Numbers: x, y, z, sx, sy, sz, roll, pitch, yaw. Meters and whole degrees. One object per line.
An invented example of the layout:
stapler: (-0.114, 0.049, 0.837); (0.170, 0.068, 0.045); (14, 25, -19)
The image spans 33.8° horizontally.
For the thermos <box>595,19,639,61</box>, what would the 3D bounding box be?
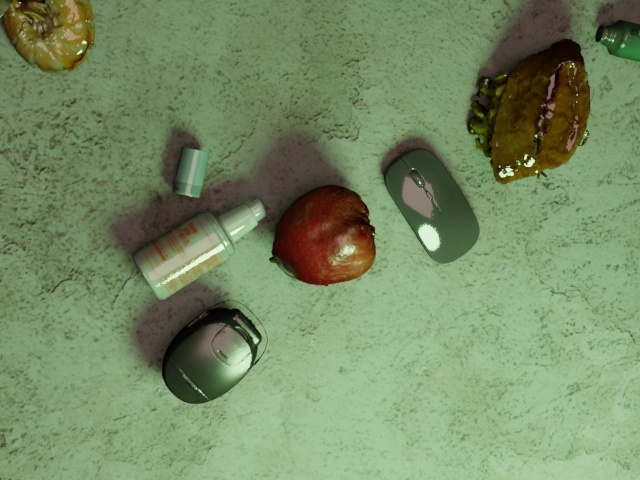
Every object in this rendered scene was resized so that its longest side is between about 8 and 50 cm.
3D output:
thermos: (0.624, -0.378, 2.039); (0.187, 0.083, 0.073); (10, 118, -13)

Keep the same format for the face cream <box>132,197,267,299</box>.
face cream: (-0.206, 0.002, 1.889); (0.251, 0.101, 0.101); (-32, 104, -7)

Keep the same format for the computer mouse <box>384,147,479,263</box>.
computer mouse: (0.214, -0.063, 2.000); (0.120, 0.057, 0.232); (-35, 104, -7)

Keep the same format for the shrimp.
shrimp: (-0.474, -0.426, 1.792); (0.152, 0.063, 0.287); (-10, 102, 0)

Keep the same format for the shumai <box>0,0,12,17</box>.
shumai: (-0.601, -0.437, 1.691); (0.218, 0.184, 0.186); (7, 97, -18)

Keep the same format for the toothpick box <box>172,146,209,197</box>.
toothpick box: (-0.232, -0.122, 1.890); (0.052, 0.052, 0.083); (12, 93, -14)

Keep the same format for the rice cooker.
rice cooker: (-0.195, 0.201, 1.910); (0.203, 0.118, 0.142); (-39, 104, -4)

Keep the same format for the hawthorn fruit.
hawthorn fruit: (0.000, 0.000, 1.904); (0.202, 0.185, 0.185); (-25, 103, 7)

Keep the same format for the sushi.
sushi: (0.400, -0.245, 1.978); (0.166, 0.179, 0.297); (8, 99, -31)
